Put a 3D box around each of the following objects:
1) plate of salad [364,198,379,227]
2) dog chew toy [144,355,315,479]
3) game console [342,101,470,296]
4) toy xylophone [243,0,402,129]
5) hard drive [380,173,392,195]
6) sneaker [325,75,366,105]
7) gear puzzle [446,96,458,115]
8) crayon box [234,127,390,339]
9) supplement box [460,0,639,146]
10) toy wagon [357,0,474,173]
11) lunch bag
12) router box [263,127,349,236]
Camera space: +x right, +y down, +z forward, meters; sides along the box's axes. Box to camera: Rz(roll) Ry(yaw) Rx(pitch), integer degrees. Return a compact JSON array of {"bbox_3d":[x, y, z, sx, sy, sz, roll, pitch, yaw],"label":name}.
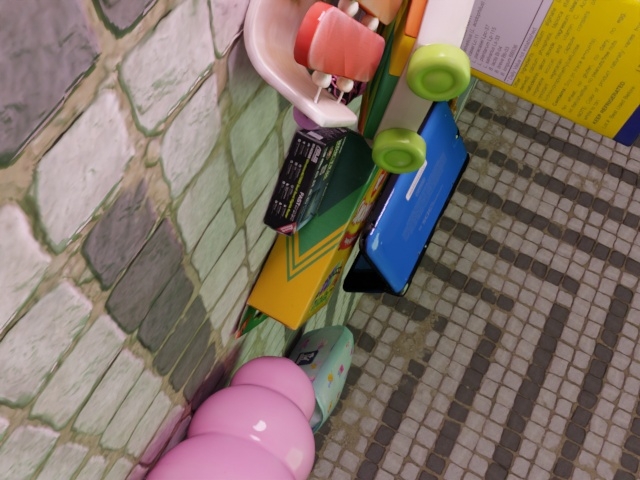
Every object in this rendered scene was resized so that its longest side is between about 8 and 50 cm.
[{"bbox_3d":[0.145,-0.096,1.398,0.200,0.048,0.200,-39,-165,12],"label":"plate of salad"},{"bbox_3d":[-0.101,0.291,0.841,0.332,0.206,0.207,-65,176,-49],"label":"dog chew toy"},{"bbox_3d":[0.117,-0.067,1.078,0.293,0.173,0.250,-62,143,-18],"label":"game console"},{"bbox_3d":[0.029,-0.227,0.420,0.323,0.081,0.236,-67,169,24],"label":"toy xylophone"},{"bbox_3d":[0.152,-0.215,1.196,0.237,0.064,0.339,-67,170,21],"label":"hard drive"},{"bbox_3d":[0.024,-0.177,0.670,0.057,0.047,0.119,-48,166,-16],"label":"sneaker"},{"bbox_3d":[0.247,-0.243,1.457,0.175,0.044,0.339,-62,-175,-20],"label":"gear puzzle"},{"bbox_3d":[0.000,0.000,0.903,0.319,0.081,0.202,-64,171,10],"label":"crayon box"},{"bbox_3d":[0.301,-0.316,0.805,0.195,0.356,0.194,-57,169,-29],"label":"supplement box"},{"bbox_3d":[0.112,-0.244,0.624,0.344,0.068,0.267,111,-10,-61],"label":"toy wagon"},{"bbox_3d":[-0.023,0.343,1.513,0.223,0.160,0.262,-53,172,-45],"label":"lunch bag"},{"bbox_3d":[-0.015,-0.074,0.735,0.122,0.038,0.092,-67,171,25],"label":"router box"}]
